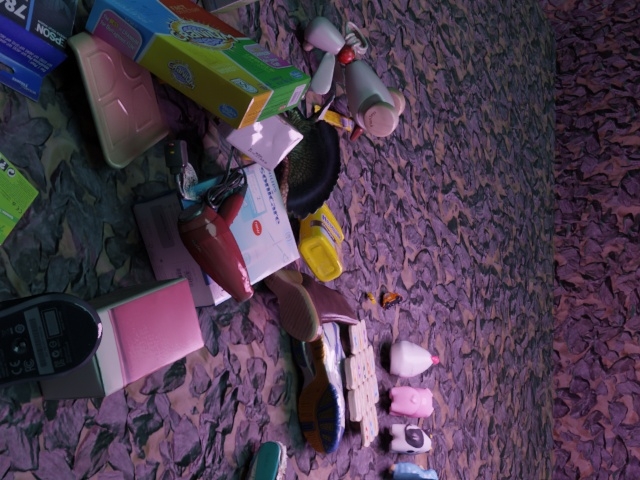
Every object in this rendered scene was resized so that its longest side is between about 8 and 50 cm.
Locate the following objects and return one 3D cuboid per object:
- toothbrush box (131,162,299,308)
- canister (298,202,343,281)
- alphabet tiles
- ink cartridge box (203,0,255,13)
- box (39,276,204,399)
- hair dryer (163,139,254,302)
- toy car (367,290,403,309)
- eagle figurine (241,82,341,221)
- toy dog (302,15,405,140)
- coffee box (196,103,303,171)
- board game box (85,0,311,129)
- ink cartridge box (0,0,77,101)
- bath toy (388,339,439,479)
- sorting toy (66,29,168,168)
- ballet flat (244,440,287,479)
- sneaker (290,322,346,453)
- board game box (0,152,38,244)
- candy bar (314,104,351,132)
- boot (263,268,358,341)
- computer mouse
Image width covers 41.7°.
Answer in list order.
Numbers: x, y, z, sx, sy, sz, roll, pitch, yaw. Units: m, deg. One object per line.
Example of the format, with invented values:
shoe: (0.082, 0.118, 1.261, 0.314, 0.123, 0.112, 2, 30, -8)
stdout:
toothbrush box: (-0.190, -0.015, 1.607, 0.295, 0.126, 0.216, -28, 105, -57)
canister: (0.000, 0.000, 1.876, 0.126, 0.073, 0.170, 58, 15, -26)
alphabet tiles: (0.097, 0.327, 1.960, 0.284, 0.021, 0.278, 3, 79, -77)
ink cartridge box: (-0.152, -0.546, 1.720, 0.062, 0.209, 0.109, -23, 101, -57)
box: (-0.323, 0.153, 1.341, 0.232, 0.148, 0.127, -23, 101, -55)
hair dryer: (-0.163, -0.037, 1.464, 0.223, 0.080, 0.294, 3, 76, -56)
toy car: (0.166, 0.141, 2.169, 0.122, 0.060, 0.040, 31, 25, -57)
eagle figurine: (-0.056, -0.180, 1.805, 0.226, 0.225, 0.298, -5, 75, -69)
toy dog: (0.064, -0.377, 2.076, 0.334, 0.161, 0.220, 58, 28, 11)
coffee box: (-0.159, -0.259, 1.615, 0.141, 0.098, 0.246, 34, 12, -49)
board game box: (-0.201, -0.319, 1.442, 0.316, 0.064, 0.242, 34, 27, 9)
ink cartridge box: (-0.469, -0.406, 1.344, 0.165, 0.065, 0.333, 28, 60, -51)
bath toy: (0.238, 0.429, 2.137, 0.151, 0.129, 0.348, 88, 3, -75)
sorting toy: (-0.341, -0.282, 1.510, 0.307, 0.041, 0.229, -58, 138, -60)
ballet flat: (-0.117, 0.504, 1.629, 0.077, 0.091, 0.241, 78, 29, -47)
sneaker: (0.022, 0.314, 1.855, 0.131, 0.112, 0.296, 4, 79, -56)
board game box: (-0.515, -0.020, 1.199, 0.124, 0.039, 0.259, 54, 39, -34)
candy bar: (0.034, -0.304, 2.114, 0.161, 0.018, 0.040, 9, 74, -56)
boot: (0.005, 0.145, 1.766, 0.207, 0.248, 0.090, 20, 109, -34)
computer mouse: (-0.440, 0.134, 1.153, 0.272, 0.072, 0.188, -9, 101, -18)
